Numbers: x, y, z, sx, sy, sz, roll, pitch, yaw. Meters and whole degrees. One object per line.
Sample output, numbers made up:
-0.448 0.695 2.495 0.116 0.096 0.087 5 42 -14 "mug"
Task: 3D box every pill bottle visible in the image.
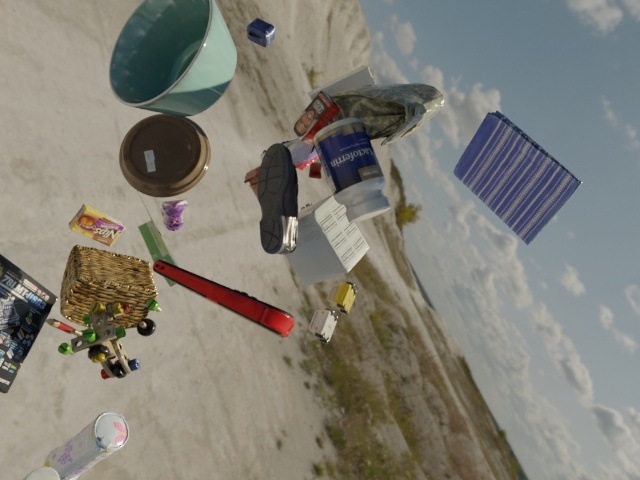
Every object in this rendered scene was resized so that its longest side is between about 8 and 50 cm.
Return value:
0.091 -0.191 1.400 0.153 0.153 0.265 12 57 -80 "pill bottle"
-0.591 0.526 1.049 0.078 0.137 0.078 21 44 -21 "pill bottle"

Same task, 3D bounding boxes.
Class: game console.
-0.229 0.154 1.299 0.341 0.060 0.386 26 -13 4 "game console"

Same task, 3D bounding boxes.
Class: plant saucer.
-0.473 -0.265 1.519 0.278 0.277 0.041 63 -9 12 "plant saucer"

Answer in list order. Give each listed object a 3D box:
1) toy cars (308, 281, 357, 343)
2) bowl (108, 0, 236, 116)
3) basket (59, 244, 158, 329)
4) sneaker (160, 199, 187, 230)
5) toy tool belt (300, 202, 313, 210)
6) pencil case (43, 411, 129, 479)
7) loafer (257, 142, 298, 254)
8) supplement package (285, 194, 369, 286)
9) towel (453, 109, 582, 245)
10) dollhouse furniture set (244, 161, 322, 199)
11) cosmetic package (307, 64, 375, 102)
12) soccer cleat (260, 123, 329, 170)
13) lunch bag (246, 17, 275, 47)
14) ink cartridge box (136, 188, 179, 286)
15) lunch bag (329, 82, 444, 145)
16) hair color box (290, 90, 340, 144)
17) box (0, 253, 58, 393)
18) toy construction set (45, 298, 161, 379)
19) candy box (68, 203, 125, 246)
0.036 0.245 1.789 0.393 0.087 0.177 -42 147 -60 "toy cars"
-0.315 -0.410 1.150 0.163 0.311 0.312 30 30 -56 "bowl"
-0.774 0.181 1.825 0.299 0.214 0.223 16 22 -35 "basket"
-0.553 -0.091 1.904 0.236 0.095 0.105 158 -74 -68 "sneaker"
-0.038 -0.122 1.915 0.083 0.052 0.051 27 70 -35 "toy tool belt"
-0.673 0.599 1.441 0.113 0.273 0.124 52 19 -2 "pencil case"
-0.108 -0.110 1.379 0.095 0.109 0.303 11 78 -54 "loafer"
0.000 0.000 1.525 0.149 0.194 0.203 -42 105 -45 "supplement package"
0.546 -0.184 1.452 0.040 0.243 0.336 -13 53 -37 "towel"
-0.145 -0.290 2.318 0.201 0.373 0.152 61 6 -23 "dollhouse furniture set"
0.081 -0.521 1.798 0.085 0.231 0.117 -108 173 -66 "cosmetic package"
-0.042 -0.303 1.696 0.108 0.318 0.117 -45 111 -84 "soccer cleat"
-0.219 -0.744 1.800 0.098 0.065 0.067 28 -29 13 "lunch bag"
-0.467 -0.003 1.406 0.171 0.056 0.235 49 -17 40 "ink cartridge box"
0.201 -0.383 1.512 0.235 0.286 0.169 -30 120 -45 "lunch bag"
-0.015 -0.355 1.458 0.043 0.141 0.072 16 34 -51 "hair color box"
-0.852 0.209 1.297 0.296 0.073 0.294 76 23 -58 "box"
-0.693 0.272 1.523 0.237 0.308 0.258 75 19 -64 "toy construction set"
-0.915 -0.059 2.064 0.186 0.109 0.053 36 5 -46 "candy box"
